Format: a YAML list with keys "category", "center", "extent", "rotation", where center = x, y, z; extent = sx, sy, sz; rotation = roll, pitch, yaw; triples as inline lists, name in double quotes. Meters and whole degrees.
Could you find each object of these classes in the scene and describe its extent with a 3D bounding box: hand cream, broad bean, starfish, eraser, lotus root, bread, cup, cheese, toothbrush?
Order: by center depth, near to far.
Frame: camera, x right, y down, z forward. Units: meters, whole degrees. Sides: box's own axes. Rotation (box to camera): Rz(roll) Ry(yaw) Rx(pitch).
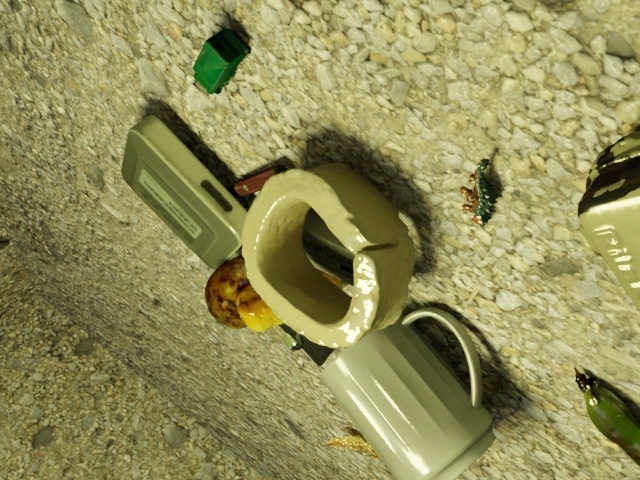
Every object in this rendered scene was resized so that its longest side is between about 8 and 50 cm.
- category: "broad bean"
  center: [0.572, 0.361, 1.251]
  extent: [0.339, 0.061, 0.077]
  rotation: [42, 138, 3]
- category: "cheese"
  center: [0.017, 0.027, 1.300]
  extent: [0.332, 0.153, 0.292]
  rotation: [42, 123, 19]
- category: "cup"
  center: [0.212, 0.315, 1.442]
  extent: [0.323, 0.237, 0.327]
  rotation: [-47, 73, 24]
- category: "eraser"
  center: [0.000, 0.001, 1.475]
  extent: [0.353, 0.077, 0.111]
  rotation: [25, 145, 30]
- category: "toothbrush"
  center: [-0.168, -0.122, 1.559]
  extent: [0.041, 0.041, 0.364]
  rotation: [54, 152, -15]
- category: "bread"
  center: [-0.069, 0.117, 1.561]
  extent: [0.102, 0.246, 0.094]
  rotation: [-114, 3, -45]
- category: "lotus root"
  center: [-0.188, 0.122, 1.698]
  extent: [0.314, 0.141, 0.169]
  rotation: [-37, 85, 44]
- category: "starfish"
  center: [0.146, 0.564, 1.901]
  extent: [0.301, 0.084, 0.294]
  rotation: [28, 157, -34]
- category: "hand cream"
  center: [-0.126, 0.212, 1.911]
  extent: [0.235, 0.055, 0.086]
  rotation: [48, 147, 8]

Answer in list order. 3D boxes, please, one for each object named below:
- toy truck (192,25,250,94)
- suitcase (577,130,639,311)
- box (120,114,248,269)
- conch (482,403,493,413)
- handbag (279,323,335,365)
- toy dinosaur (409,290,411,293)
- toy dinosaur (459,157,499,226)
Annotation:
- category: "toy truck"
  center: [-0.187, -0.331, 1.292]
  extent: [0.065, 0.079, 0.147]
  rotation: [47, 151, -5]
- category: "suitcase"
  center: [0.502, 0.006, 0.776]
  extent: [0.351, 0.194, 0.339]
  rotation: [52, 146, -13]
- category: "box"
  center: [-0.339, -0.099, 1.709]
  extent: [0.367, 0.090, 0.373]
  rotation: [47, 156, -2]
- category: "conch"
  center: [0.292, 0.412, 1.580]
  extent: [0.155, 0.130, 0.207]
  rotation: [39, 134, -19]
- category: "handbag"
  center: [-0.048, 0.194, 1.757]
  extent: [0.254, 0.089, 0.211]
  rotation: [45, 139, 4]
- category: "toy dinosaur"
  center: [0.137, 0.089, 1.474]
  extent: [0.120, 0.029, 0.060]
  rotation: [18, 124, 33]
- category: "toy dinosaur"
  center: [0.255, -0.074, 1.108]
  extent: [0.055, 0.049, 0.154]
  rotation: [29, 152, 28]
